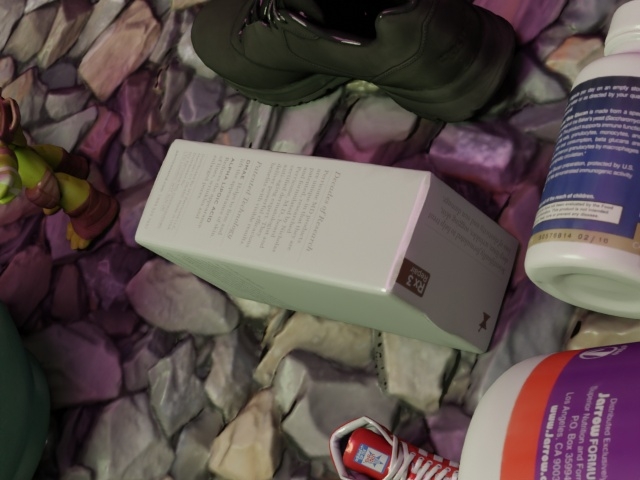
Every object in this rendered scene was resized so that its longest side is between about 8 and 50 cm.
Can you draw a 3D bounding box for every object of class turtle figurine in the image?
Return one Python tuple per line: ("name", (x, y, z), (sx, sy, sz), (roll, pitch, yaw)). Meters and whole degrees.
("turtle figurine", (-0.277, -0.084, 1.009), (0.269, 0.217, 0.087), (25, 84, 44))

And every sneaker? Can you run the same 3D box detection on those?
("sneaker", (0.057, 0.137, 0.728), (0.118, 0.067, 0.042), (12, 75, 42))
("sneaker", (-0.001, -0.163, 0.894), (0.286, 0.130, 0.109), (8, 75, 42))

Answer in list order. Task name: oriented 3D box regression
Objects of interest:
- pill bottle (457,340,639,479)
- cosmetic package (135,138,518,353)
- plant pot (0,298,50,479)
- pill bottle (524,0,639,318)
("pill bottle", (0.231, 0.120, 0.520), (0.323, 0.181, 0.181), (-12, 60, 33))
("cosmetic package", (0.000, 0.000, 0.814), (0.231, 0.117, 0.085), (9, 74, 40))
("plant pot", (-0.336, 0.129, 0.958), (0.293, 0.196, 0.293), (-18, 58, 31))
("pill bottle", (0.182, -0.048, 0.709), (0.094, 0.094, 0.169), (5, 71, 40))
